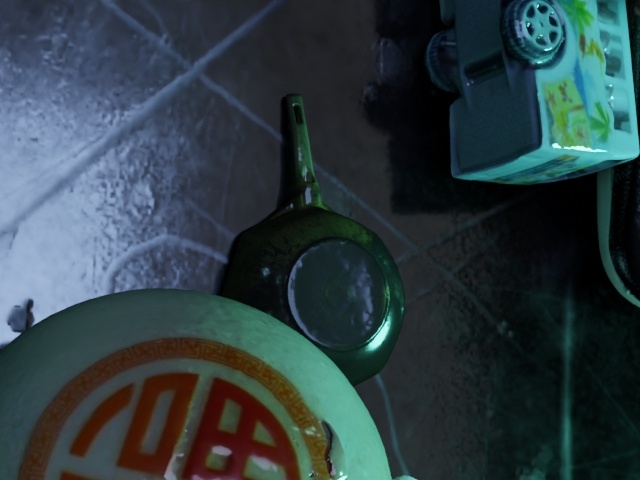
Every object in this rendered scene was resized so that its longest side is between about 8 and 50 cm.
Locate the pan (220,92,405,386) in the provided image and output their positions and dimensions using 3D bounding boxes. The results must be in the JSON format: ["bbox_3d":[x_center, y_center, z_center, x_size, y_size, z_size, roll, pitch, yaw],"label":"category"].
[{"bbox_3d":[-0.013,0.005,1.259,0.128,0.048,0.202,-26,90,-29],"label":"pan"}]

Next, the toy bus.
[{"bbox_3d":[0.151,-0.207,1.366,0.136,0.109,0.329,5,76,-36],"label":"toy bus"}]

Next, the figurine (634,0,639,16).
[{"bbox_3d":[0.268,-0.258,1.314,0.207,0.166,0.387,-30,98,-31],"label":"figurine"}]

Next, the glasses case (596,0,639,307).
[{"bbox_3d":[0.273,-0.094,1.415,0.122,0.075,0.314,14,72,-25],"label":"glasses case"}]

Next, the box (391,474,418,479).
[{"bbox_3d":[0.109,0.293,1.221,0.260,0.111,0.194,27,68,-21],"label":"box"}]

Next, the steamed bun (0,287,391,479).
[{"bbox_3d":[-0.089,0.157,1.080,0.283,0.177,0.283,4,70,-11],"label":"steamed bun"}]
